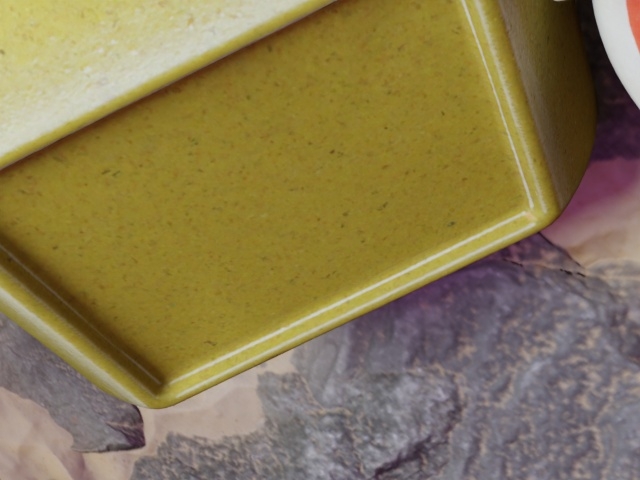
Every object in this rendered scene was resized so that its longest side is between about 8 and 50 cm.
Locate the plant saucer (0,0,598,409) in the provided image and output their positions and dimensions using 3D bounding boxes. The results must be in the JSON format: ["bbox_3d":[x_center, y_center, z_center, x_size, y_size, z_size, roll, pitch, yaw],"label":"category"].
[{"bbox_3d":[-0.028,-0.041,0.576,0.081,0.333,0.333,67,-174,32],"label":"plant saucer"}]

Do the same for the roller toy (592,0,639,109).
[{"bbox_3d":[0.213,-0.113,0.510,0.191,0.146,0.209,17,132,31],"label":"roller toy"}]
